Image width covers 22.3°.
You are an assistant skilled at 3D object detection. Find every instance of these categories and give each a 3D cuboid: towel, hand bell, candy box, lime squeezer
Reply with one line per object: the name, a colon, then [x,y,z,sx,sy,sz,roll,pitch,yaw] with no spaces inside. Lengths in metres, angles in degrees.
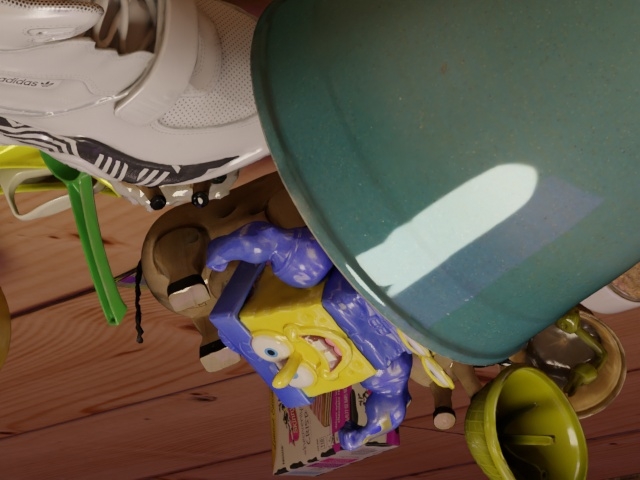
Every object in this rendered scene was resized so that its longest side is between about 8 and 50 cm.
towel: [-0.180,0.038,1.743,0.060,0.009,0.083,7,161,-35]
hand bell: [0.258,0.074,1.696,0.126,0.126,0.242,-9,-158,15]
candy box: [0.013,0.211,2.112,0.071,0.159,0.233,6,160,-26]
lime squeezer: [-0.235,-0.074,1.218,0.310,0.110,0.059,46,163,-30]

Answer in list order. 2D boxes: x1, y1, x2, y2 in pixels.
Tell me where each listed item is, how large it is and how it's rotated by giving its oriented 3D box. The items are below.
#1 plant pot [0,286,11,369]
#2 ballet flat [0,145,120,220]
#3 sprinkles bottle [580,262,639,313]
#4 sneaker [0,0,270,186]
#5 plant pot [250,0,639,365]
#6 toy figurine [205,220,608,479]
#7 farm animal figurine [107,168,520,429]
plant pot: [-0.404,0.086,1.479,0.254,0.254,0.239,-9,178,15]
ballet flat: [-0.261,-0.051,1.308,0.231,0.077,0.077,-7,164,8]
sprinkles bottle: [0.369,-0.033,1.461,0.121,0.121,0.355,8,159,-35]
sneaker: [-0.131,-0.133,0.963,0.366,0.137,0.210,9,162,-29]
plant pot: [0.143,-0.100,0.971,0.255,0.271,0.272,-32,151,30]
toy figurine: [0.032,0.057,1.208,0.217,0.191,0.362,-15,129,34]
farm animal figurine: [0.000,0.000,1.321,0.327,0.172,0.330,-10,125,-6]
